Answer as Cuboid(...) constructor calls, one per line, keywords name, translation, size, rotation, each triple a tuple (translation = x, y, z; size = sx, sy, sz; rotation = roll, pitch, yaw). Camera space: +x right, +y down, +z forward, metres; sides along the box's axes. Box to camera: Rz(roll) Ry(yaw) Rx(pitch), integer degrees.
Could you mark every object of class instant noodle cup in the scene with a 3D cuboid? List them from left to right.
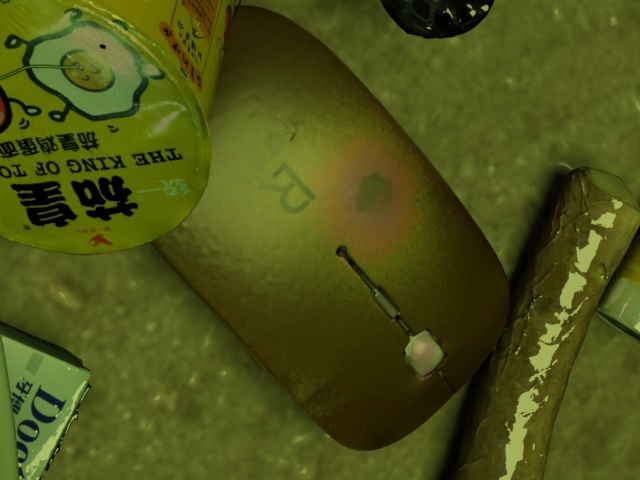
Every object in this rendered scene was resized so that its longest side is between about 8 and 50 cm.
Cuboid(name="instant noodle cup", translation=(-0.126, -0.106, 0.940), size=(0.182, 0.182, 0.144), rotation=(46, 41, -27))

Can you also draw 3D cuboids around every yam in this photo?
Cuboid(name="yam", translation=(0.136, 0.096, 1.190), size=(0.066, 0.066, 0.299), rotation=(16, 96, -28))

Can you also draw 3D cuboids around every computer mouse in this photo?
Cuboid(name="computer mouse", translation=(0.000, 0.000, 1.098), size=(0.158, 0.072, 0.310), rotation=(-44, 118, -7))

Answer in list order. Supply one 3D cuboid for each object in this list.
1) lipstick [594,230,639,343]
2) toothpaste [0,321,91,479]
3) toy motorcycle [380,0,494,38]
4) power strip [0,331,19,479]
Cuboid(name="lipstick", translation=(0.277, -0.049, 1.222), size=(0.059, 0.059, 0.264), rotation=(36, 86, -28))
Cuboid(name="toothpaste", translation=(-0.245, 0.203, 1.036), size=(0.081, 0.067, 0.336), rotation=(26, 90, -28))
Cuboid(name="toy motorcycle", translation=(-0.006, -0.268, 0.981), size=(0.358, 0.125, 0.212), rotation=(30, 73, -26))
Cuboid(name="power strip", translation=(-0.269, 0.021, 0.835), size=(0.161, 0.357, 0.357), rotation=(-13, 108, -23))
